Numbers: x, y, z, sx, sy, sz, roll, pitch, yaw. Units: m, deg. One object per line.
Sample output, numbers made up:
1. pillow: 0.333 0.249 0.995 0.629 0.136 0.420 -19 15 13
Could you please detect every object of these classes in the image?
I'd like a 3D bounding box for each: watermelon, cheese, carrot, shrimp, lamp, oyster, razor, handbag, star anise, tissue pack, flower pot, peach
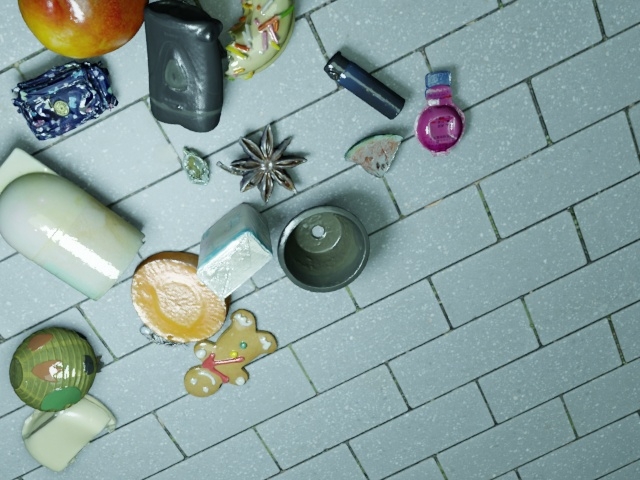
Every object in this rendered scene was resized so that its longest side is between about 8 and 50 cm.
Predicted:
1. watermelon: 0.152 -0.245 1.915 0.187 0.071 0.139 -18 119 -10
2. cheese: 0.340 -0.361 1.895 0.155 0.062 0.244 -9 111 -5
3. carrot: -0.419 0.166 1.975 0.307 0.100 0.258 33 100 -16
4. cheese: -0.790 0.599 2.076 0.266 0.127 0.233 -40 114 11
5. shrimp: -0.478 0.297 2.033 0.165 0.065 0.056 20 83 -15
6. lamp: -0.760 0.380 1.946 0.284 0.250 0.250 8 114 -48
7. oyster: -0.355 -0.207 1.879 0.098 0.037 0.100 24 128 3
8. razor: -0.343 -0.434 1.667 0.205 0.113 0.349 21 138 9
9. handbag: -0.670 -0.369 1.725 0.260 0.113 0.161 -20 106 8
10. star anise: -0.169 -0.215 1.869 0.263 0.081 0.230 -4 112 -18
11. tissue pack: -0.241 0.020 1.848 0.201 0.271 0.124 -36 111 6
12. flower pot: 0.000 0.000 1.933 0.269 0.166 0.268 -4 114 -8
13. peach: -0.556 -0.580 1.546 0.308 0.332 0.307 1 112 3

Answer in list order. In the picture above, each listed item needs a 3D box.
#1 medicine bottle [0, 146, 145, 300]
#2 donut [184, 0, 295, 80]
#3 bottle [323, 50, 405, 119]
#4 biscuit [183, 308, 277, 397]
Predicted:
1. medicine bottle: -0.706 -0.041 1.778 0.406 0.235 0.235 39 101 -20
2. donut: -0.220 -0.610 1.672 0.307 0.150 0.371 -39 110 7
3. bottle: 0.120 -0.427 1.831 0.244 0.072 0.082 33 62 -17
4. biscuit: -0.300 0.384 2.103 0.340 0.047 0.216 -40 110 8
